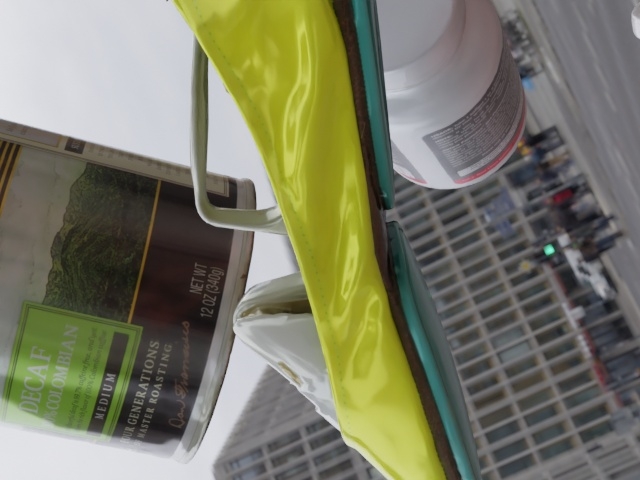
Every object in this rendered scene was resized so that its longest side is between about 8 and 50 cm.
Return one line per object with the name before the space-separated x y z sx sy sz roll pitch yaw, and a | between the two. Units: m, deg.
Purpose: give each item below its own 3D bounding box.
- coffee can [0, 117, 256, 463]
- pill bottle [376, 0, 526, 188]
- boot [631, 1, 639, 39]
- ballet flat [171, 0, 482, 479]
coffee can | -0.201 0.022 0.672 0.276 0.201 0.201 13 -150 -12
pill bottle | 0.100 -0.170 1.014 0.176 0.176 0.318 67 -168 18
boot | 0.284 -0.132 0.649 0.069 0.190 0.086 -139 32 -60
ballet flat | 0.000 0.000 0.359 0.077 0.077 0.230 -82 -21 -67
